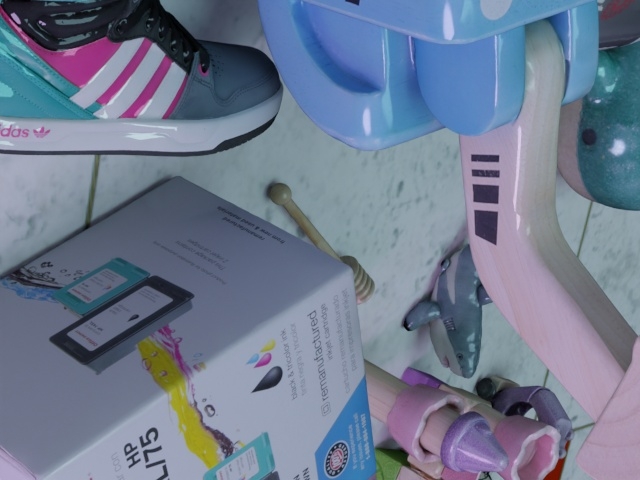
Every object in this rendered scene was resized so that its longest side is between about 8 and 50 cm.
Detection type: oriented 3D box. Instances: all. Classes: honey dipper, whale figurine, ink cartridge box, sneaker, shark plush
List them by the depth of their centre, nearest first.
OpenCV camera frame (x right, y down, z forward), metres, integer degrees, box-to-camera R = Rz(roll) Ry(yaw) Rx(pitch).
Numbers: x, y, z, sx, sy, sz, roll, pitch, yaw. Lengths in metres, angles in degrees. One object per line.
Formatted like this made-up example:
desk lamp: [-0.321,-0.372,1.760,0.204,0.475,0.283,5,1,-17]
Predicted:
sneaker: [-0.125,-0.158,1.037,0.295,0.124,0.178,-7,125,-45]
ink cartridge box: [-0.128,0.124,1.124,0.270,0.197,0.198,-33,133,-31]
honey dipper: [0.000,0.000,1.336,0.030,0.030,0.161,-52,137,-14]
shark plush: [0.148,0.045,1.493,0.073,0.067,0.161,33,86,-51]
whale figurine: [0.321,-0.159,1.511,0.216,0.141,0.272,-1,106,-48]

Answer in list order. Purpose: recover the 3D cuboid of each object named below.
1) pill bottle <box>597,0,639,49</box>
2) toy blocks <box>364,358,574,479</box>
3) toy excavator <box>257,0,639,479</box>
pill bottle: [0.194,-0.239,1.295,0.318,0.176,0.176,-12,120,-44]
toy blocks: [0.145,0.284,1.473,0.309,0.260,0.289,16,98,-51]
toy excavator: [0.107,-0.104,1.056,0.222,0.433,0.445,-24,123,-32]
